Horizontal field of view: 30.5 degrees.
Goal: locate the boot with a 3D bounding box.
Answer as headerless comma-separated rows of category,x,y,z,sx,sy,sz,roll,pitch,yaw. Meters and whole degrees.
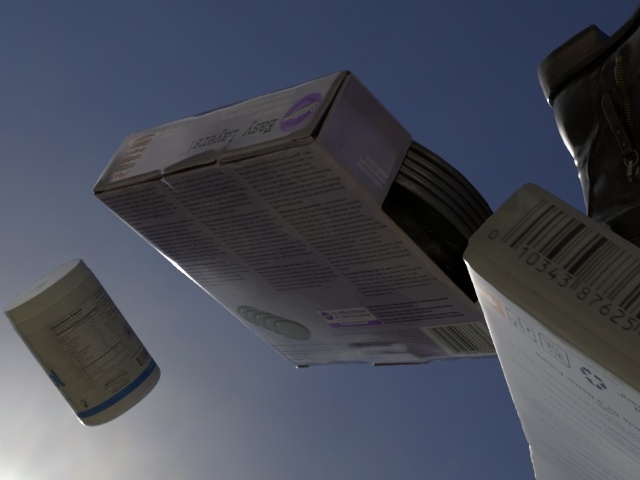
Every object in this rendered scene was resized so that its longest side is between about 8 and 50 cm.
boot,0.255,-0.059,0.773,0.263,0.091,0.228,-37,-124,51

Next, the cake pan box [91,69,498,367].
cake pan box,0.000,0.000,0.853,0.267,0.070,0.246,-10,-42,48

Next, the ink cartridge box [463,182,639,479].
ink cartridge box,0.228,0.141,0.619,0.304,0.072,0.307,35,-13,33

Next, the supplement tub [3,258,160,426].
supplement tub,-0.172,0.075,0.854,0.071,0.071,0.107,-24,-74,37
